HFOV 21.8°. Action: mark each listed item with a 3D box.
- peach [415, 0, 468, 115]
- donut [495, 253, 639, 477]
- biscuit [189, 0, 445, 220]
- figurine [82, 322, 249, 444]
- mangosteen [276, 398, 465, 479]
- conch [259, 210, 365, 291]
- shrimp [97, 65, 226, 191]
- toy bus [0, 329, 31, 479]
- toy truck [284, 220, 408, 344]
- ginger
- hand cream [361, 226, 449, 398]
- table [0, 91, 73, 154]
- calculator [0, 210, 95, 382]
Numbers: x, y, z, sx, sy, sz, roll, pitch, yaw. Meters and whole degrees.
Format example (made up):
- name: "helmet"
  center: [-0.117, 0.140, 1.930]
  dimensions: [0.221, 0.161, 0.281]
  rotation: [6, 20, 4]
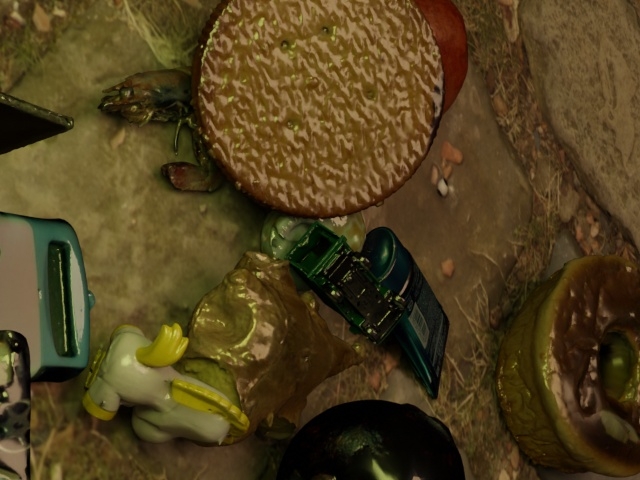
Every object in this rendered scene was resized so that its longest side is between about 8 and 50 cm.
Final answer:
- name: "peach"
  center: [0.048, -0.239, 1.999]
  dimensions: [0.257, 0.232, 0.232]
  rotation: [44, 47, -42]
- name: "donut"
  center: [0.378, 0.186, 2.365]
  dimensions: [0.330, 0.160, 0.330]
  rotation: [14, 68, -38]
- name: "biscuit"
  center: [-0.002, -0.171, 1.861]
  dimensions: [0.305, 0.038, 0.305]
  rotation: [-3, 99, -19]
- name: "figurine"
  center: [-0.153, 0.160, 1.680]
  dimensions: [0.178, 0.130, 0.109]
  rotation: [50, 40, -30]
- name: "mangosteen"
  center: [0.060, 0.282, 1.858]
  dimensions: [0.243, 0.243, 0.242]
  rotation: [21, 63, -48]
- name: "conch"
  center: [-0.011, -0.007, 1.951]
  dimensions: [0.173, 0.106, 0.116]
  rotation: [-32, 110, -39]
- name: "shrimp"
  center: [-0.160, -0.125, 1.830]
  dimensions: [0.251, 0.052, 0.143]
  rotation: [-4, 86, -54]
- name: "toy bus"
  center: [-0.331, 0.267, 1.362]
  dimensions: [0.162, 0.171, 0.386]
  rotation: [1, 85, -22]
- name: "toy truck"
  center: [0.033, 0.054, 1.897]
  dimensions: [0.065, 0.079, 0.147]
  rotation: [-49, 132, -8]
- name: "ginger"
  center: [-0.053, 0.118, 1.836]
  dimensions: [0.270, 0.123, 0.218]
  rotation: [-11, 103, -60]
- name: "hand cream"
  center: [0.116, 0.089, 2.096]
  dimensions: [0.270, 0.061, 0.120]
  rotation: [54, 39, -49]
- name: "table"
  center: [-0.365, -0.197, 1.390]
  dimensions: [0.196, 0.282, 0.250]
  rotation: [23, 62, -48]
- name: "calculator"
  center: [-0.321, 0.052, 1.563]
  dimensions: [0.293, 0.051, 0.172]
  rotation: [8, 72, -51]
